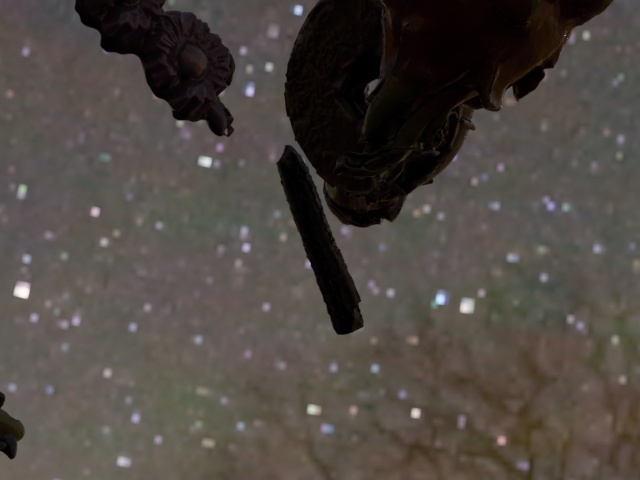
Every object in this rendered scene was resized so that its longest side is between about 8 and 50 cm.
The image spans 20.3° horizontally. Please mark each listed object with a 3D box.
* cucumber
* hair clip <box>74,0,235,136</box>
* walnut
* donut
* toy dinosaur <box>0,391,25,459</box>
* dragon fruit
[{"bbox_3d":[-0.001,0.000,2.243,0.043,0.256,0.044,-25,17,-16],"label":"cucumber"},{"bbox_3d":[-0.171,-0.206,1.702,0.085,0.106,0.292,-20,-59,43],"label":"hair clip"},{"bbox_3d":[0.068,-0.103,2.505,0.137,0.245,0.137,7,-56,11],"label":"walnut"},{"bbox_3d":[0.073,-0.176,2.074,0.270,0.269,0.103,-18,-6,43],"label":"donut"},{"bbox_3d":[-0.357,0.131,1.352,0.259,0.153,0.094,-10,-44,-43],"label":"toy dinosaur"},{"bbox_3d":[0.080,-0.137,1.108,0.137,0.236,0.135,48,-1,5],"label":"dragon fruit"}]
